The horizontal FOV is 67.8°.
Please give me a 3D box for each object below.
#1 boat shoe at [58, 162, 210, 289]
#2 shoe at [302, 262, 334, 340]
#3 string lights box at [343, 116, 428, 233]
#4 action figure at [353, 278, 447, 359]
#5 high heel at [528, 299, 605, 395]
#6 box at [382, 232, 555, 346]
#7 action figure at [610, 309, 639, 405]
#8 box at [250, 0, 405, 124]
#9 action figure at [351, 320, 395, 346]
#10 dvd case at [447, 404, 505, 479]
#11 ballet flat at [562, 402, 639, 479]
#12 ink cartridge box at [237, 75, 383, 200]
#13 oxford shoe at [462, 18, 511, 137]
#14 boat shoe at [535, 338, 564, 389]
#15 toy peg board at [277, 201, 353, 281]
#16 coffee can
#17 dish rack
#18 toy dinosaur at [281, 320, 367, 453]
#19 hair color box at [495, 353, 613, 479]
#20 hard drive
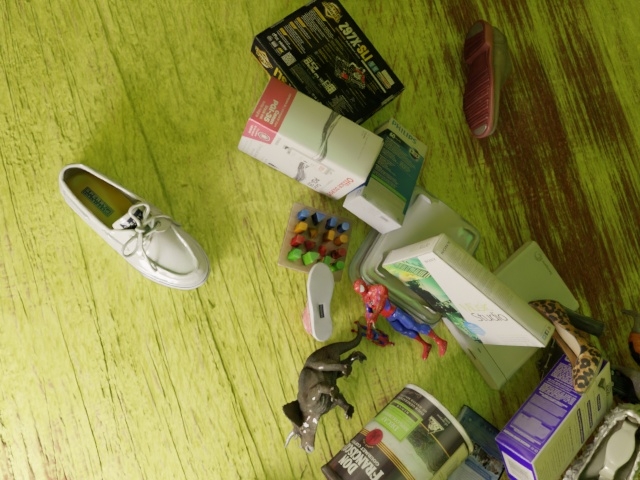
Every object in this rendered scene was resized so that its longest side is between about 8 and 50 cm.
[{"bbox_3d":[-0.380,-0.034,0.984,0.367,0.156,0.136,43,72,-7],"label":"boat shoe"},{"bbox_3d":[-0.011,0.139,1.102,0.064,0.081,0.177,-3,91,-22],"label":"shoe"},{"bbox_3d":[0.166,-0.163,1.179,0.133,0.077,0.259,34,61,-20],"label":"string lights box"},{"bbox_3d":[0.169,0.209,1.127,0.280,0.091,0.139,43,49,-12],"label":"action figure"},{"bbox_3d":[0.586,0.255,1.175,0.186,0.093,0.261,22,42,21],"label":"high heel"},{"bbox_3d":[0.316,0.120,1.062,0.322,0.232,0.058,40,71,-7],"label":"box"},{"bbox_3d":[0.886,0.360,1.307,0.342,0.178,0.330,18,76,-11],"label":"action figure"},{"bbox_3d":[0.021,-0.436,1.215,0.257,0.079,0.322,-41,95,-20],"label":"box"},{"bbox_3d":[0.133,0.234,1.170,0.115,0.030,0.038,27,70,-14],"label":"action figure"},{"bbox_3d":[0.369,0.571,1.193,0.180,0.022,0.253,39,72,-9],"label":"dvd case"},{"bbox_3d":[0.704,0.589,1.194,0.147,0.147,0.408,27,88,-12],"label":"ballet flat"},{"bbox_3d":[-0.029,-0.221,1.095,0.283,0.207,0.117,27,75,-12],"label":"ink cartridge box"},{"bbox_3d":[0.488,-0.449,1.341,0.130,0.123,0.348,8,80,-21],"label":"oxford shoe"},{"bbox_3d":[0.627,0.341,1.299,0.075,0.065,0.206,38,81,-47],"label":"boat shoe"},{"bbox_3d":[0.000,0.000,1.138,0.161,0.079,0.160,17,77,-15],"label":"toy peg board"},{"bbox_3d":[0.168,0.485,1.050,0.275,0.201,0.201,-38,94,-20],"label":"coffee can"},{"bbox_3d":[0.259,0.035,1.219,0.286,0.072,0.332,35,72,-9],"label":"dish rack"},{"bbox_3d":[0.006,0.305,1.063,0.121,0.160,0.313,44,52,-40],"label":"toy dinosaur"},{"bbox_3d":[0.596,0.452,1.199,0.339,0.110,0.185,-38,124,-19],"label":"hair color box"},{"bbox_3d":[0.521,0.194,1.287,0.353,0.047,0.233,-36,93,-19],"label":"hard drive"}]
